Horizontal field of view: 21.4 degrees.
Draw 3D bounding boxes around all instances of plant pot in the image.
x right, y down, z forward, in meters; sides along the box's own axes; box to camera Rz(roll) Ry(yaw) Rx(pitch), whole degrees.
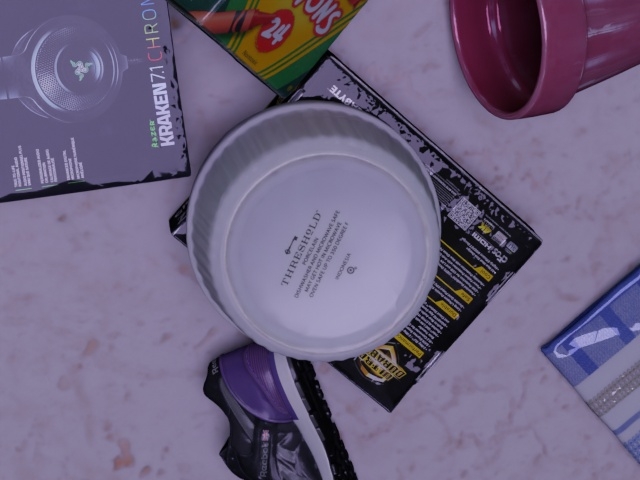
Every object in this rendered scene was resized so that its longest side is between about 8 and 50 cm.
[{"bbox_3d":[0.257,-0.237,1.755,0.180,0.201,0.201,-13,106,-20],"label":"plant pot"}]

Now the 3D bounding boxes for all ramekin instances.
[{"bbox_3d":[0.000,0.000,1.725,0.273,0.127,0.273,-2,104,-7],"label":"ramekin"}]

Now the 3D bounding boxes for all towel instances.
[{"bbox_3d":[0.417,0.157,1.946,0.209,0.034,0.285,-42,103,6],"label":"towel"}]

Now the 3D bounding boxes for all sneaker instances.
[{"bbox_3d":[-0.041,0.244,1.887,0.124,0.107,0.283,-17,102,12],"label":"sneaker"}]

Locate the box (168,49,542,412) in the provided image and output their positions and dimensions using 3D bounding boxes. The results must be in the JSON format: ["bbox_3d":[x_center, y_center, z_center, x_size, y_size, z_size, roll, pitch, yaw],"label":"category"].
[{"bbox_3d":[0.039,-0.010,1.833,0.322,0.079,0.257,39,98,-14],"label":"box"}]

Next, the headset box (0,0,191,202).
[{"bbox_3d":[-0.288,-0.175,1.720,0.283,0.131,0.246,-7,104,-5],"label":"headset box"}]

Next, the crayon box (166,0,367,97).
[{"bbox_3d":[0.001,-0.315,1.683,0.081,0.202,0.318,41,93,29],"label":"crayon box"}]
